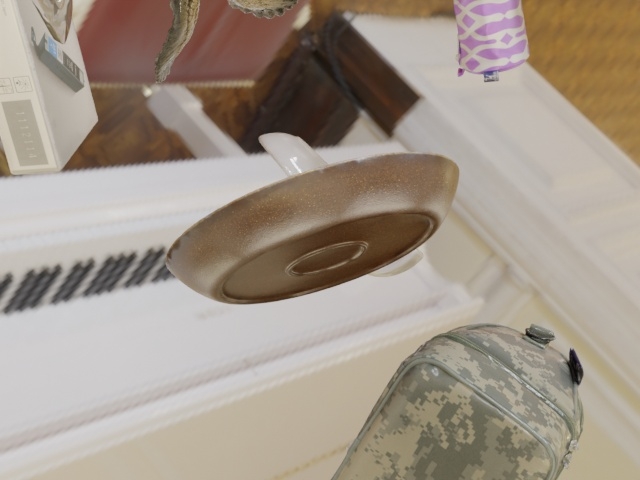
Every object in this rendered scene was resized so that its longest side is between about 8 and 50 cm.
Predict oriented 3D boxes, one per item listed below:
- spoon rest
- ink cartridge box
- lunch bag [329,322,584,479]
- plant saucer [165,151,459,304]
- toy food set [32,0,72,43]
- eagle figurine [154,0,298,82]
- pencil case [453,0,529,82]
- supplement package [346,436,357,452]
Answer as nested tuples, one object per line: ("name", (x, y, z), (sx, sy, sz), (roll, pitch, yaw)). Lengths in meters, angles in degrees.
("spoon rest", (0.012, -0.046, 1.584), (0.084, 0.276, 0.137), (-48, 162, 3))
("ink cartridge box", (-0.309, -0.261, 1.292), (0.261, 0.066, 0.296), (-77, 161, -59))
("lunch bag", (0.161, 0.249, 1.350), (0.305, 0.212, 0.256), (-62, 166, 20))
("plant saucer", (0.000, 0.000, 1.185), (0.311, 0.050, 0.310), (-17, 165, -5))
("toy food set", (-0.313, -0.233, 0.794), (0.092, 0.306, 0.220), (-62, -175, -4))
("eagle figurine", (-0.171, -0.389, 1.721), (0.225, 0.226, 0.298), (-69, 148, -46))
("pencil case", (0.184, -0.290, 1.347), (0.086, 0.088, 0.206), (-45, 128, -60))
("supplement package", (0.138, 0.354, 1.776), (0.105, 0.179, 0.105), (-45, -172, 7))
